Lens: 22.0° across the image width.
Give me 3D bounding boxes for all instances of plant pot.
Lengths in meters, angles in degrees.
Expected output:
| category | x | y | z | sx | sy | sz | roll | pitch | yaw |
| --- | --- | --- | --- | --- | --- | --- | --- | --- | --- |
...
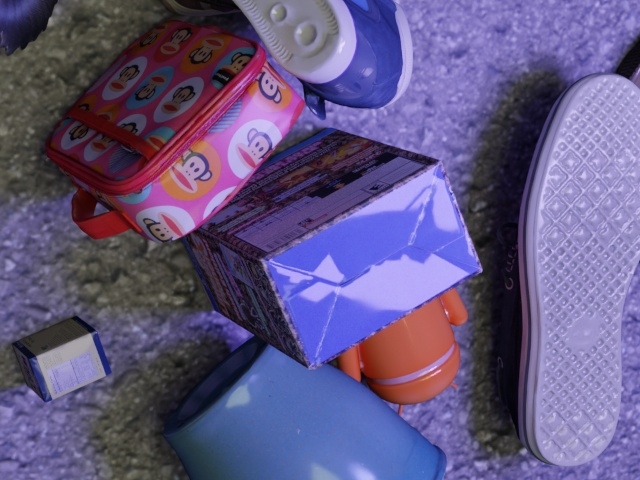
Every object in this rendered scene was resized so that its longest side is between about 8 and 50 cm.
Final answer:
| category | x | y | z | sx | sy | sz | roll | pitch | yaw |
| --- | --- | --- | --- | --- | --- | --- | --- | --- | --- |
| plant pot | -0.037 | 0.253 | 1.932 | 0.271 | 0.271 | 0.255 | -45 | 99 | -10 |

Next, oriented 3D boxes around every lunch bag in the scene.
| category | x | y | z | sx | sy | sz | roll | pitch | yaw |
| --- | --- | --- | --- | --- | --- | --- | --- | --- | --- |
| lunch bag | -0.173 | -0.109 | 1.772 | 0.258 | 0.293 | 0.120 | -47 | 119 | -10 |

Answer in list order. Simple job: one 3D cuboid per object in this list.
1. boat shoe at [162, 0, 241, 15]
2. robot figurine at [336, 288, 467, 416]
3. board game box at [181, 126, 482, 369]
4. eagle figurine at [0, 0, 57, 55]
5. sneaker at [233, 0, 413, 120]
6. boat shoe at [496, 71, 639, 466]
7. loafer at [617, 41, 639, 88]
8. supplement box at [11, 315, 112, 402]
| category | x | y | z | sx | sy | sz | roll | pitch | yaw |
| --- | --- | --- | --- | --- | --- | --- | --- | --- | --- |
| boat shoe | -0.043 | -0.308 | 1.900 | 0.285 | 0.092 | 0.103 | -9 | 102 | -23 |
| robot figurine | 0.094 | 0.109 | 2.024 | 0.158 | 0.128 | 0.219 | -50 | 123 | -53 |
| board game box | 0.000 | 0.000 | 1.868 | 0.232 | 0.291 | 0.141 | -29 | 111 | -16 |
| eagle figurine | -0.340 | -0.379 | 1.729 | 0.226 | 0.225 | 0.298 | 44 | 116 | 14 |
| sneaker | -0.013 | -0.281 | 1.813 | 0.130 | 0.323 | 0.236 | -36 | 159 | 18 |
| boat shoe | 0.311 | 0.033 | 2.088 | 0.186 | 0.156 | 0.500 | 0 | 104 | -18 |
| loafer | 0.443 | -0.246 | 2.152 | 0.050 | 0.056 | 0.148 | 41 | 82 | -19 |
| supplement box | -0.295 | 0.134 | 1.876 | 0.083 | 0.083 | 0.056 | -24 | 108 | -19 |
